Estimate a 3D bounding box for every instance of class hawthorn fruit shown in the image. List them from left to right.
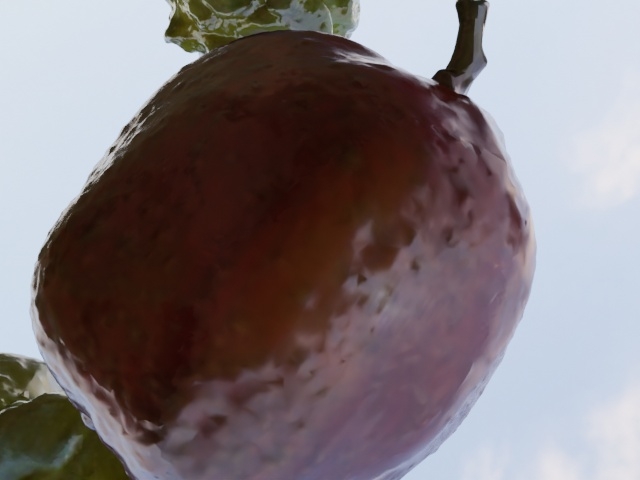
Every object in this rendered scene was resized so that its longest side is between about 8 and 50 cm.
[{"bbox_3d":[0.000,0.000,0.663,0.253,0.205,0.205,-50,-151,4],"label":"hawthorn fruit"}]

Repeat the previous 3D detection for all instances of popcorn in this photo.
[{"bbox_3d":[-0.032,-0.133,0.860,0.116,0.121,0.106,-25,-140,-12],"label":"popcorn"}]

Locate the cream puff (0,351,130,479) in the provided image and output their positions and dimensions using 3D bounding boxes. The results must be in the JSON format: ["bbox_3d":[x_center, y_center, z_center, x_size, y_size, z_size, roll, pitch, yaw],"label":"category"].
[{"bbox_3d":[-0.162,0.255,1.090,0.275,0.378,0.378,-11,-146,2],"label":"cream puff"}]
